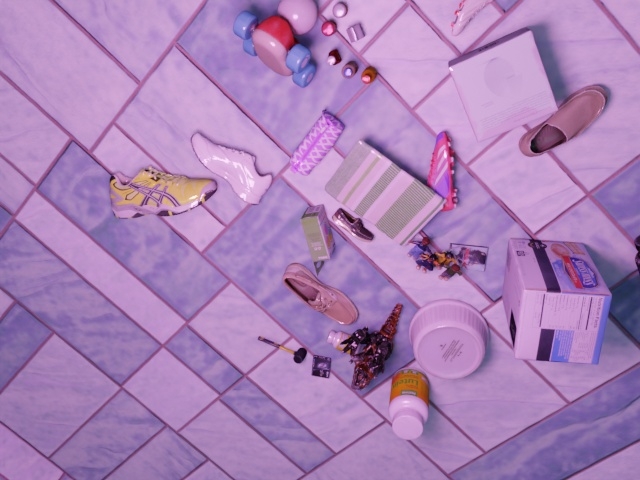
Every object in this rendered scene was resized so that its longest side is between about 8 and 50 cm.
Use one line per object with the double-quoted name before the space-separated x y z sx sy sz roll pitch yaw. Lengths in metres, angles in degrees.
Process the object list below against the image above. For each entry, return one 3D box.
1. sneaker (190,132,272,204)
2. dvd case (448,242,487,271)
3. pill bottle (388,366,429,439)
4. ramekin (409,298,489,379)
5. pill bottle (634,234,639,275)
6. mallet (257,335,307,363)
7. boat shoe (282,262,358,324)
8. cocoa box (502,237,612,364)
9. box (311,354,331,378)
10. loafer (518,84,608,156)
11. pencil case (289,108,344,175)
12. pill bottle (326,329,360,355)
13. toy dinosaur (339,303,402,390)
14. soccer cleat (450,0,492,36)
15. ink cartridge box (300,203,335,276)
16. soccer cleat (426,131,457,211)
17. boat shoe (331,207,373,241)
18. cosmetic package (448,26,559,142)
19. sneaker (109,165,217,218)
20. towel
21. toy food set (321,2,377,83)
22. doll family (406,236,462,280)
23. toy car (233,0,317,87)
"sneaker" -0.282 -0.247 1.887 0.297 0.111 0.129 40 100 -12
"dvd case" 0.472 0.054 1.908 0.119 0.013 0.087 7 115 10
"pill bottle" 0.306 0.563 2.045 0.136 0.246 0.136 4 115 9
"ramekin" 0.429 0.342 1.985 0.272 0.127 0.273 4 115 10
"pill bottle" 1.010 0.084 1.752 0.122 0.123 0.219 -21 108 20
"mallet" -0.138 0.390 2.178 0.189 0.062 0.039 25 116 16
"boat shoe" -0.004 0.200 2.023 0.302 0.098 0.109 40 116 -8
"cocoa box" 0.675 0.168 1.732 0.227 0.347 0.232 3 114 10
"box" 0.003 0.467 2.189 0.067 0.018 0.083 9 116 8
"loafer" 0.681 -0.319 1.650 0.102 0.092 0.268 44 115 -10
"pencil case" -0.012 -0.293 1.805 0.086 0.088 0.206 36 117 -4
"pill bottle" 0.082 0.360 2.098 0.116 0.065 0.065 23 117 1
"toy dinosaur" 0.180 0.364 2.027 0.164 0.218 0.322 8 87 24
"soccer cleat" 0.414 -0.632 1.577 0.076 0.068 0.196 24 114 -4
"ink cartridge box" 0.000 0.000 1.925 0.062 0.109 0.209 -9 112 16
"soccer cleat" 0.357 -0.202 1.779 0.095 0.083 0.248 -3 116 18
"boat shoe" 0.110 -0.049 1.910 0.152 0.056 0.049 31 122 -4
"cosmetic package" 0.494 -0.423 1.614 0.224 0.138 0.225 -20 108 19
"sneaker" -0.527 -0.166 1.937 0.384 0.145 0.147 -7 113 13
"towel" 0.194 -0.140 1.825 0.324 0.038 0.248 35 136 -4
"toy food set" 0.071 -0.542 1.663 0.111 0.104 0.232 -18 110 18
"doll family" 0.362 0.056 1.879 0.193 0.076 0.111 18 152 -8
"toy car" -0.078 -0.598 1.653 0.219 0.210 0.238 35 89 9
